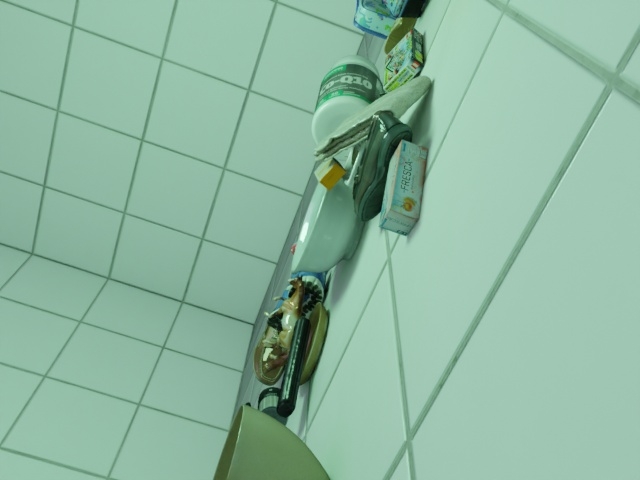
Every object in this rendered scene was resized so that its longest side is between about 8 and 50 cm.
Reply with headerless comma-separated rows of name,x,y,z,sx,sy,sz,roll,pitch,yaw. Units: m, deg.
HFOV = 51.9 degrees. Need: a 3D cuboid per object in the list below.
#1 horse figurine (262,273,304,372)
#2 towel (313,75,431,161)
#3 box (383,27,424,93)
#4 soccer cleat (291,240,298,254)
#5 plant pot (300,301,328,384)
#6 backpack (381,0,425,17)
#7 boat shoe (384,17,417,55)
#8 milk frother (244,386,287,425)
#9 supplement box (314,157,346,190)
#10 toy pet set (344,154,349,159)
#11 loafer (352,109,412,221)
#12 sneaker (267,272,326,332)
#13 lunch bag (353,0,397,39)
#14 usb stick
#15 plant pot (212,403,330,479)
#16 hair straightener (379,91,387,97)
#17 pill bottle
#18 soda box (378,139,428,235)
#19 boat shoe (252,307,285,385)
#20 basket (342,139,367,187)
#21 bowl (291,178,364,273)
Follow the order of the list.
horse figurine,-0.098,0.239,1.844,0.174,0.066,0.263,-19,60,47
towel,0.109,-0.274,1.487,0.282,0.049,0.187,-23,19,48
box,0.215,-0.463,1.701,0.114,0.036,0.207,-43,22,31
soccer cleat,0.000,0.000,1.967,0.248,0.083,0.095,-27,23,54
plant pot,-0.025,0.282,1.762,0.236,0.032,0.236,-162,90,-83
backpack,0.230,-0.738,1.863,0.173,0.116,0.158,64,151,24
boat shoe,0.246,-0.635,1.982,0.170,0.063,0.059,-59,8,17
milk frother,-0.147,0.521,1.898,0.135,0.129,0.143,-104,-9,-78
supplement box,0.022,-0.163,1.572,0.062,0.036,0.098,-48,19,11
toy pet set,0.077,-0.203,1.860,0.065,0.122,0.114,-30,-13,-18
loafer,0.120,-0.156,1.395,0.084,0.096,0.267,51,144,27
sneaker,-0.058,0.181,2.014,0.330,0.129,0.147,-54,7,45
lunch bag,0.196,-0.734,2.137,0.219,0.176,0.090,-81,12,-52
usb stick,-0.066,0.318,1.672,0.278,0.045,0.077,-79,3,-46
plant pot,-0.091,0.454,1.157,0.284,0.191,0.284,-162,90,-84
hair straightener,0.180,-0.364,1.783,0.230,0.047,0.089,-105,34,-68
pill bottle,0.090,-0.413,1.994,0.361,0.204,0.204,-81,12,-53
soda box,0.157,-0.101,1.242,0.063,0.058,0.183,118,169,-52
boat shoe,-0.148,0.336,2.239,0.116,0.123,0.324,120,166,-48
basket,0.120,-0.174,1.542,0.167,0.103,0.113,-104,34,-76
bowl,0.033,-0.035,1.724,0.298,0.134,0.298,-161,90,-84
